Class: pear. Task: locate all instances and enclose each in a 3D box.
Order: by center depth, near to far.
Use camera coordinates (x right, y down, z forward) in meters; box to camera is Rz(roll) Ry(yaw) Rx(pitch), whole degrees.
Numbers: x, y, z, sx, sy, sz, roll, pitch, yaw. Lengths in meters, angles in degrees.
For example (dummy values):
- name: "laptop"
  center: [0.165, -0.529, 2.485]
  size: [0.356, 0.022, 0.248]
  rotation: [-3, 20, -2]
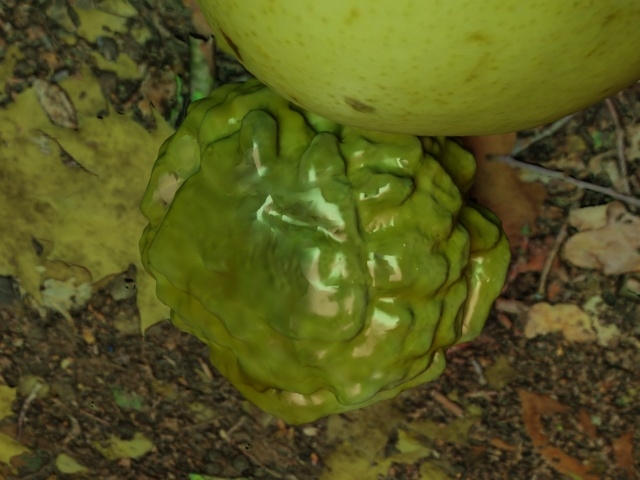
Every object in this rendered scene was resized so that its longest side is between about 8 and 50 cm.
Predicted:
- name: "pear"
  center: [0.072, -0.201, 0.706]
  size: [0.309, 0.309, 0.309]
  rotation: [6, 120, 10]

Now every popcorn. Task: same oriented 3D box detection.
- name: "popcorn"
  center: [0.004, -0.007, 0.886]
  size: [0.249, 0.225, 0.249]
  rotation: [14, 120, 26]
